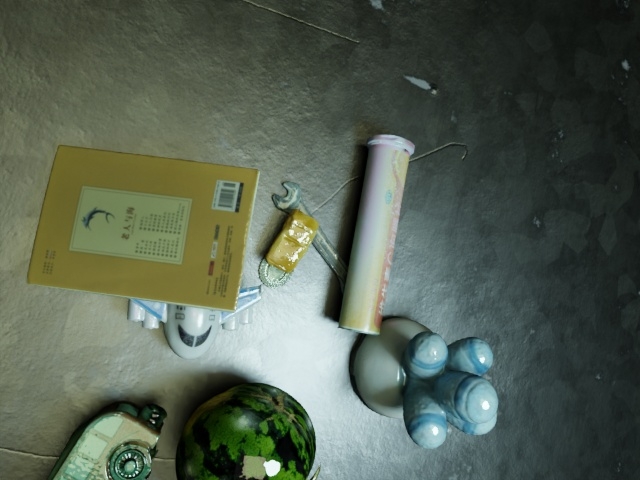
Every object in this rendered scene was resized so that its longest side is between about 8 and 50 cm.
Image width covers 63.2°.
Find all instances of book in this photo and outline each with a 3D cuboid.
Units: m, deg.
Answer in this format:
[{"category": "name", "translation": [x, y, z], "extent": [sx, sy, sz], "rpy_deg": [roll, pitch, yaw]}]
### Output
[{"category": "book", "translation": [-0.318, -0.026, 0.940], "extent": [0.388, 0.032, 0.269], "rpy_deg": [8, 80, 4]}]

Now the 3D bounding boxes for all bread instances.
[{"category": "bread", "translation": [-0.060, 0.003, 1.095], "extent": [0.074, 0.053, 0.132], "rpy_deg": [34, 83, -14]}]

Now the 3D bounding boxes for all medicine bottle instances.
[{"category": "medicine bottle", "translation": [0.120, -0.011, 1.139], "extent": [0.108, 0.108, 0.426], "rpy_deg": [13, 82, -19]}]

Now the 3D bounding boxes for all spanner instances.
[{"category": "spanner", "translation": [0.000, 0.000, 1.151], "extent": [0.071, 0.017, 0.302], "rpy_deg": [-40, 101, -17]}]

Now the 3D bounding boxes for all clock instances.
[{"category": "clock", "translation": [-0.095, 0.063, 1.117], "extent": [0.074, 0.010, 0.083], "rpy_deg": [30, 79, -18]}]

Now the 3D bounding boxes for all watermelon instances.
[{"category": "watermelon", "translation": [-0.137, 0.393, 0.958], "extent": [0.268, 0.269, 0.269], "rpy_deg": [1, 88, -20]}]

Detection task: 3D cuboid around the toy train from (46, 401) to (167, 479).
[{"category": "toy train", "translation": [-0.405, 0.433, 0.933], "extent": [0.159, 0.129, 0.326], "rpy_deg": [33, 78, -10]}]

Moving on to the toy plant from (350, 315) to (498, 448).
[{"category": "toy plant", "translation": [0.230, 0.287, 1.061], "extent": [0.247, 0.332, 0.247], "rpy_deg": [1, 88, -22]}]

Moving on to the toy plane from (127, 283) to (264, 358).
[{"category": "toy plane", "translation": [-0.243, 0.097, 1.006], "extent": [0.266, 0.122, 0.267], "rpy_deg": [0, 91, -19]}]
